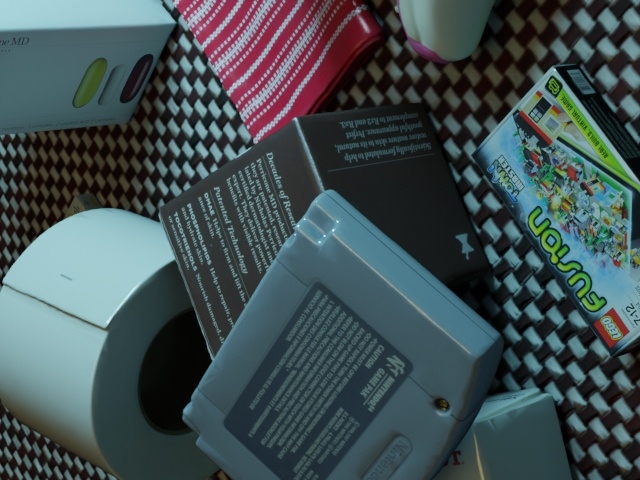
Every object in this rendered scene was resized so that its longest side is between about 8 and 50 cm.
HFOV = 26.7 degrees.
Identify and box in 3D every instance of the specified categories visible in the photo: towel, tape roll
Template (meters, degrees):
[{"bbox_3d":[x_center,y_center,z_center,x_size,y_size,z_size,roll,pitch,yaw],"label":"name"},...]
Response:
[{"bbox_3d":[-0.060,-0.232,1.298,0.199,0.031,0.275,-47,65,38],"label":"towel"},{"bbox_3d":[-0.178,0.104,1.325,0.169,0.246,0.246,18,110,42],"label":"tape roll"}]

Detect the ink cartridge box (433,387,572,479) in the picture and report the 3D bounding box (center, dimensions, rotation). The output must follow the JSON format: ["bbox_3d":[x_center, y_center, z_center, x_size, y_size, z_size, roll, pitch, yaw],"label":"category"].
[{"bbox_3d":[0.122,0.278,1.153,0.197,0.114,0.273,-16,86,46],"label":"ink cartridge box"}]

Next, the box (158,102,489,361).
[{"bbox_3d":[0.000,0.000,1.183,0.203,0.168,0.167,-30,77,43],"label":"box"}]

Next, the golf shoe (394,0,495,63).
[{"bbox_3d":[0.140,-0.279,1.040,0.140,0.115,0.306,24,114,36],"label":"golf shoe"}]

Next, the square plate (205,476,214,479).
[{"bbox_3d":[-0.081,0.488,1.437,0.347,0.049,0.344,41,123,32],"label":"square plate"}]

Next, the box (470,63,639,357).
[{"bbox_3d":[0.216,-0.024,1.061,0.114,0.036,0.207,-49,64,38],"label":"box"}]

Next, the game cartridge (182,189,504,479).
[{"bbox_3d":[0.014,0.120,1.064,0.198,0.062,0.297,39,132,6],"label":"game cartridge"}]

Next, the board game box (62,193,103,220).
[{"bbox_3d":[-0.250,0.037,1.534,0.154,0.026,0.103,52,128,25],"label":"board game box"}]

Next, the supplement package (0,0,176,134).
[{"bbox_3d":[-0.324,-0.229,1.392,0.204,0.261,0.145,50,129,25],"label":"supplement package"}]
